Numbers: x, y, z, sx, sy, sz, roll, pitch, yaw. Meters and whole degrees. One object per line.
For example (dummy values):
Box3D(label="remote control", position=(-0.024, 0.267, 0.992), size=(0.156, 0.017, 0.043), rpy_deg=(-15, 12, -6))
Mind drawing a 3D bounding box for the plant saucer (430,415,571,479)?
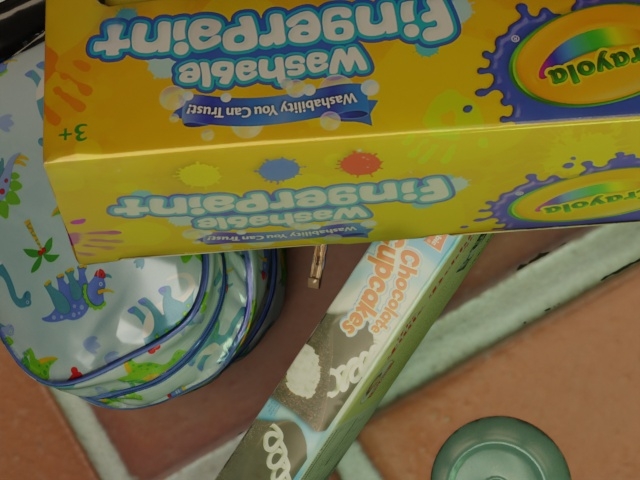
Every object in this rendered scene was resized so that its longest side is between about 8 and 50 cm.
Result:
Box3D(label="plant saucer", position=(0.148, 0.207, 1.526), size=(0.119, 0.021, 0.119), rpy_deg=(1, 95, 14))

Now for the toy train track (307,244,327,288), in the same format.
Box3D(label="toy train track", position=(0.000, 0.000, 1.552), size=(0.048, 0.014, 0.083), rpy_deg=(11, 98, 14))

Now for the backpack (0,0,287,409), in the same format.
Box3D(label="backpack", position=(-0.178, -0.036, 1.495), size=(0.290, 0.273, 0.355), rpy_deg=(-23, 101, 9))

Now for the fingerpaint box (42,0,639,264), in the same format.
Box3D(label="fingerpaint box", position=(0.032, -0.192, 1.320), size=(0.445, 0.163, 0.371), rpy_deg=(-4, 63, 1))

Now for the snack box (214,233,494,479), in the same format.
Box3D(label="snack box", position=(0.040, 0.076, 1.458), size=(0.060, 0.187, 0.322), rpy_deg=(35, 102, 10))
